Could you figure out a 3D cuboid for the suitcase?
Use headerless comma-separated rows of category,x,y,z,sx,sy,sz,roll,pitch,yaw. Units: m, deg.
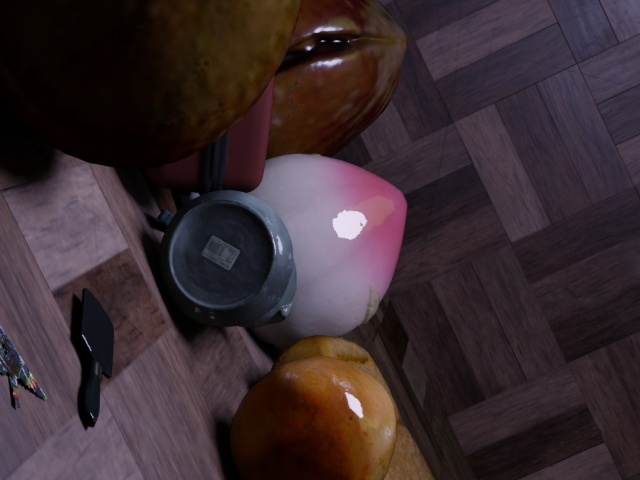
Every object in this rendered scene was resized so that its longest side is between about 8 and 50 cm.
suitcase,-0.153,-0.192,2.033,0.297,0.161,0.236,-117,-148,-73

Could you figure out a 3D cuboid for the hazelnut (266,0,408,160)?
hazelnut,-0.078,-0.295,2.457,0.402,0.402,0.429,66,13,11

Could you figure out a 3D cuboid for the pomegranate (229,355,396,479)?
pomegranate,-0.012,0.244,1.851,0.209,0.209,0.209,62,9,-18

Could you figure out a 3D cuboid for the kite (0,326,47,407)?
kite,-0.269,0.107,1.320,0.122,0.004,0.090,50,16,-59

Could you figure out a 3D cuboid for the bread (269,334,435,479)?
bread,0.037,0.298,2.156,0.328,0.148,0.337,62,10,10

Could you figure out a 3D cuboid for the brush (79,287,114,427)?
brush,-0.225,0.119,1.508,0.063,0.016,0.193,59,10,-30

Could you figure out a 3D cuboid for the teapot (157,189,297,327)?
teapot,-0.122,0.027,1.977,0.203,0.171,0.225,36,-4,11

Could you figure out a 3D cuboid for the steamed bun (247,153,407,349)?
steamed bun,0.000,0.000,2.285,0.309,0.309,0.309,62,9,-18

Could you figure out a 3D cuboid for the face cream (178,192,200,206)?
face cream,-0.169,-0.055,2.180,0.084,0.057,0.198,54,15,-55

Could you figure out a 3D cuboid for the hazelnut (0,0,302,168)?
hazelnut,-0.205,-0.282,1.615,0.421,0.352,0.421,166,-90,-77
